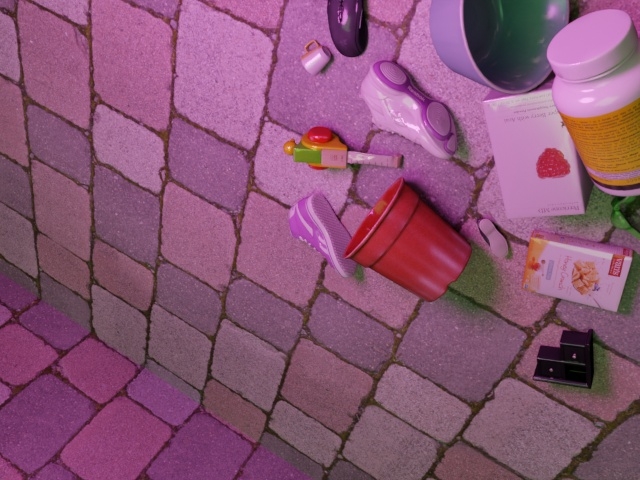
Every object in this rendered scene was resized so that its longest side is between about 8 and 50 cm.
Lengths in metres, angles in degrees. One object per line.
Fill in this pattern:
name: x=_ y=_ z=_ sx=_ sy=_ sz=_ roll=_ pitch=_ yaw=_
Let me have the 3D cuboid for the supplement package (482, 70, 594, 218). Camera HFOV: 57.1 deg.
supplement package: x=0.499 y=-0.218 z=1.327 sx=0.178 sy=0.175 sz=0.292 roll=-4 pitch=118 yaw=34

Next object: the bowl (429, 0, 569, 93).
bowl: x=0.345 y=-0.458 z=1.211 sx=0.163 sy=0.312 sz=0.311 roll=17 pitch=133 yaw=56

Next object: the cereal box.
cereal box: x=0.655 y=0.078 z=1.514 sx=0.240 sy=0.047 sz=0.172 roll=13 pitch=126 yaw=25

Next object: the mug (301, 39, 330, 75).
mug: x=-0.012 y=-0.485 z=1.548 sx=0.064 sy=0.062 sz=0.078 roll=-31 pitch=107 yaw=34

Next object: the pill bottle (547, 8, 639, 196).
pill bottle: x=0.556 y=-0.253 z=1.105 sx=0.188 sy=0.187 sz=0.334 roll=-13 pitch=135 yaw=37

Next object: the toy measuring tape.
toy measuring tape: x=0.061 y=-0.256 z=1.651 sx=0.330 sy=0.121 sz=0.121 roll=4 pitch=125 yaw=3

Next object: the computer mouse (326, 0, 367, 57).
computer mouse: x=0.026 y=-0.586 z=1.454 sx=0.184 sy=0.060 sz=0.261 roll=16 pitch=127 yaw=22

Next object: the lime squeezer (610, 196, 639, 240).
lime squeezer: x=0.729 y=-0.085 z=1.354 sx=0.110 sy=0.059 sz=0.310 roll=3 pitch=120 yaw=31

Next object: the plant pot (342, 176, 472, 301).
plant pot: x=0.247 y=0.014 z=1.603 sx=0.265 sy=0.272 sz=0.272 roll=36 pitch=133 yaw=-5

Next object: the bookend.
bookend: x=0.678 y=0.322 z=1.648 sx=0.156 sy=0.072 sz=0.157 roll=3 pitch=121 yaw=31

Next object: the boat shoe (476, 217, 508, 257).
boat shoe: x=0.461 y=-0.008 z=1.586 sx=0.046 sy=0.038 sz=0.125 roll=-40 pitch=104 yaw=1

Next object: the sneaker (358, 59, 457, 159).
sneaker: x=0.223 y=-0.316 z=1.499 sx=0.305 sy=0.114 sz=0.152 roll=47 pitch=146 yaw=2

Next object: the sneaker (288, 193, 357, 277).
sneaker: x=0.000 y=-0.001 z=1.847 sx=0.161 sy=0.102 sz=0.282 roll=-23 pitch=96 yaw=43
